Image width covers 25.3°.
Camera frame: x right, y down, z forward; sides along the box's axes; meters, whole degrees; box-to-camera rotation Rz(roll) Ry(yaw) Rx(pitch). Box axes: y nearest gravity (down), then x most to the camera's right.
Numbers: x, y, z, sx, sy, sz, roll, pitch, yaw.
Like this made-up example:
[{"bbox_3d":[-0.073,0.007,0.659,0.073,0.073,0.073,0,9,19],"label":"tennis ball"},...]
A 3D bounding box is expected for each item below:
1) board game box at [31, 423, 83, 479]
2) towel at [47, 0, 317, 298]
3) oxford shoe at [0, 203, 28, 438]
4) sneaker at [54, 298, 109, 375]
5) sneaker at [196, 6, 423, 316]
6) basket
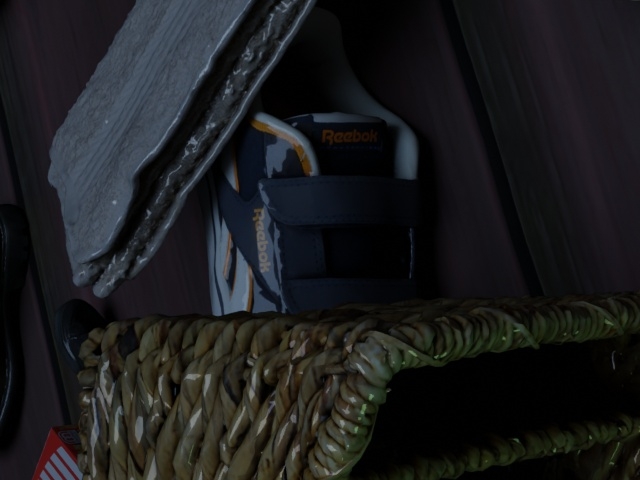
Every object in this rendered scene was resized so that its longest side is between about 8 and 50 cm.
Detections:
[{"bbox_3d":[-0.171,0.261,1.134,0.193,0.045,0.147,41,118,37],"label":"board game box"},{"bbox_3d":[-0.095,-0.114,0.931,0.282,0.049,0.187,-56,31,18],"label":"towel"},{"bbox_3d":[-0.317,0.082,1.245,0.082,0.096,0.227,5,96,43],"label":"oxford shoe"},{"bbox_3d":[-0.144,0.107,1.104,0.089,0.051,0.170,-38,69,39],"label":"sneaker"},{"bbox_3d":[0.000,0.000,0.902,0.127,0.126,0.321,-40,62,44],"label":"sneaker"},{"bbox_3d":[0.057,0.136,0.722,0.223,0.299,0.214,-4,88,45],"label":"basket"}]
